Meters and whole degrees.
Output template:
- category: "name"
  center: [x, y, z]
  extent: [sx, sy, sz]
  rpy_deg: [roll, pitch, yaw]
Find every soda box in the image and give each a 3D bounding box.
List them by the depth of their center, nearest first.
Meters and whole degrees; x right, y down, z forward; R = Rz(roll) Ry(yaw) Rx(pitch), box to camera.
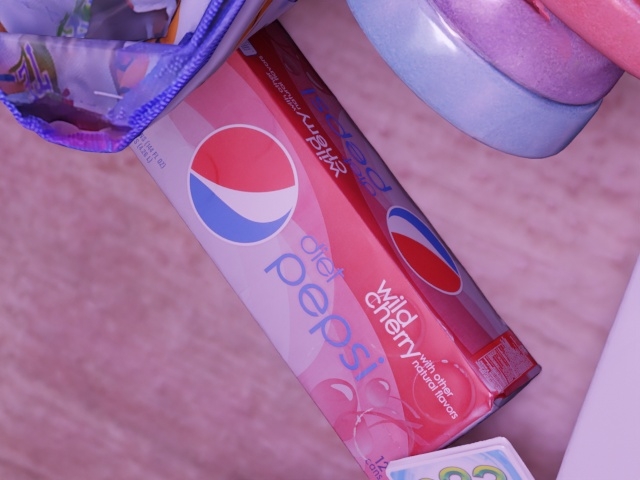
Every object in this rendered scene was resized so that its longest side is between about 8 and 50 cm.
- category: "soda box"
  center: [0.000, 0.000, 0.935]
  extent: [0.092, 0.083, 0.263]
  rpy_deg: [-40, 82, 23]

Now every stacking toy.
- category: "stacking toy"
  center: [0.143, -0.084, 0.767]
  extent: [0.279, 0.309, 0.130]
  rpy_deg: [45, 121, -1]

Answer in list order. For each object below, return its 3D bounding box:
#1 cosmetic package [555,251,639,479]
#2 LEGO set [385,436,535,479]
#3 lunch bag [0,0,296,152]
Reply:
- category: "cosmetic package"
  center: [0.207, 0.056, 0.860]
  extent: [0.117, 0.085, 0.231]
  rpy_deg: [24, 109, 17]
- category: "LEGO set"
  center: [0.035, 0.206, 0.924]
  extent: [0.244, 0.060, 0.182]
  rpy_deg: [-16, 117, 36]
- category: "lunch bag"
  center: [-0.044, -0.263, 0.742]
  extent: [0.239, 0.328, 0.385]
  rpy_deg: [9, 114, 13]
